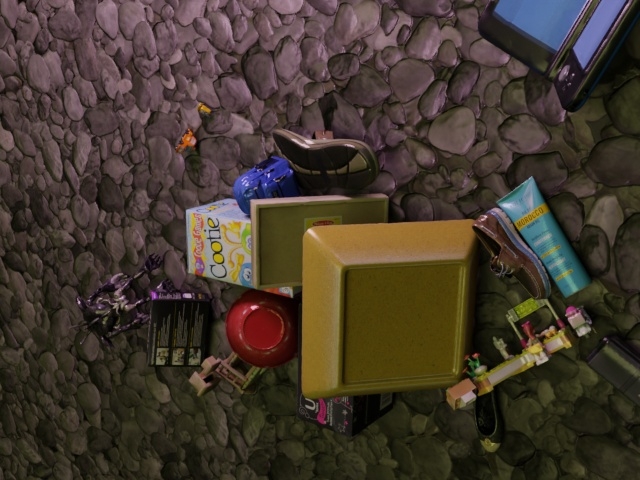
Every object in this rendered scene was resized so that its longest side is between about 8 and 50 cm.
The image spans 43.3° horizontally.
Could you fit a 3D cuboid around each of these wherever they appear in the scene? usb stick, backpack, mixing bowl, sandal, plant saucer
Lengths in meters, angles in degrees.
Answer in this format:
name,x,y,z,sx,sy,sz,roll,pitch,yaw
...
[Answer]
name,x,y,z,sx,sy,sz,roll,pitch,yaw
usb stick,0.570,0.266,1.339,0.278,0.045,0.077,41,121,18
backpack,-0.108,-0.103,1.606,0.101,0.120,0.098,24,139,60
mixing bowl,-0.115,0.183,1.692,0.181,0.098,0.182,0,87,0
sandal,0.015,-0.161,1.565,0.302,0.086,0.120,16,133,46
plant saucer,0.137,0.138,1.445,0.081,0.332,0.333,-130,39,-69

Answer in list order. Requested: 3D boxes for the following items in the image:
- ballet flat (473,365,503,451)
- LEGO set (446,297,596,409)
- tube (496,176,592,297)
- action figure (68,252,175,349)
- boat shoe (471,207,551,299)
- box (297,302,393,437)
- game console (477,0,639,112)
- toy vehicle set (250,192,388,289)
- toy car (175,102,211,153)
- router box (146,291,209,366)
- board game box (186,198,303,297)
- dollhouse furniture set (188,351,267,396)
name,x,y,z,sx,sy,sz,roll,pitch,yaw
ballet flat,0.309,0.321,1.527,0.057,0.049,0.173,-2,102,35
LEGO set,0.334,0.183,1.422,0.287,0.132,0.107,-32,78,13
tube,0.390,-0.002,1.390,0.080,0.052,0.207,-37,76,28
action figure,-0.477,0.154,1.962,0.275,0.141,0.164,-33,85,20
boat shoe,0.328,0.033,1.409,0.183,0.066,0.066,58,162,19
box,0.053,0.233,1.606,0.142,0.163,0.247,13,110,34
game console,0.376,-0.383,1.220,0.173,0.250,0.293,24,119,-3
toy vehicle set,0.000,0.000,1.536,0.035,0.266,0.166,-141,50,-65
toy car,-0.276,-0.237,1.767,0.040,0.060,0.122,30,131,-12
router box,-0.334,0.209,1.886,0.046,0.133,0.179,-122,38,-64
board game box,-0.130,0.011,1.680,0.275,0.144,0.142,11,109,32
dollhouse furniture set,-0.172,0.265,1.768,0.101,0.161,0.182,46,124,15
